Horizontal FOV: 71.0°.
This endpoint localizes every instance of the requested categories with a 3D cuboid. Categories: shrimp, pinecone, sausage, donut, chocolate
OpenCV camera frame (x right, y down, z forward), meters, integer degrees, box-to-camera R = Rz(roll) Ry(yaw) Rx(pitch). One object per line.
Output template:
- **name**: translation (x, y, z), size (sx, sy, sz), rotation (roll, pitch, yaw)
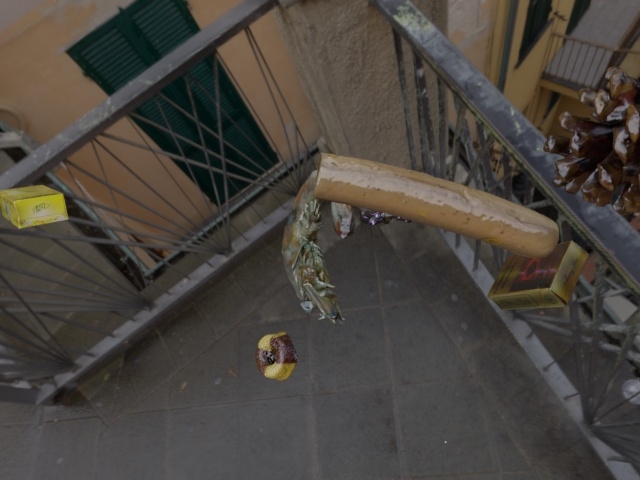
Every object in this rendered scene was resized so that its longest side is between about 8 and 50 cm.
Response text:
- **shrimp**: translation (0.000, 0.000, 0.831), size (0.085, 0.247, 0.360), rotation (14, 38, -23)
- **pinecone**: translation (0.654, -0.215, 0.938), size (0.385, 0.384, 0.384), rotation (-6, 65, 13)
- **sausage**: translation (0.138, -0.042, 0.539), size (0.301, 0.066, 0.065), rotation (15, 70, -3)
- **donut**: translation (-0.130, 0.329, 1.288), size (0.140, 0.059, 0.140), rotation (-15, 68, 40)
- **chocolate**: translation (0.192, -0.068, 1.319), size (0.147, 0.072, 0.070), rotation (-13, 101, 7)

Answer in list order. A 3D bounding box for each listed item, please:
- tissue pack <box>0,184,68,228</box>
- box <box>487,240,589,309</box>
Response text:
- **tissue pack**: translation (-0.634, -0.079, 0.987), size (0.176, 0.095, 0.062), rotation (15, 114, 45)
- **box**: translation (0.569, 0.099, 1.195), size (0.071, 0.240, 0.159), rotation (39, 72, -6)
